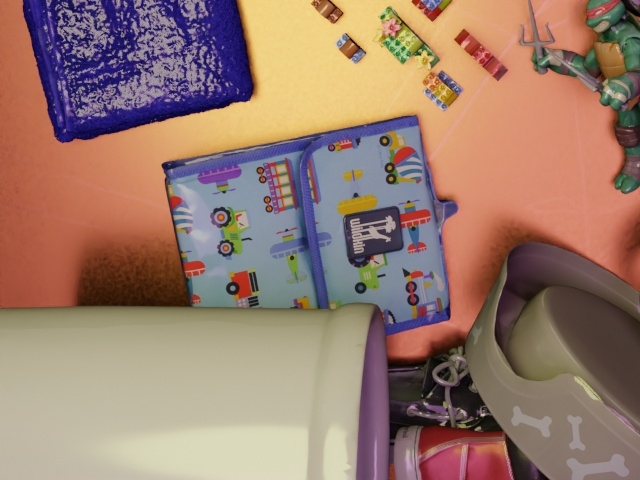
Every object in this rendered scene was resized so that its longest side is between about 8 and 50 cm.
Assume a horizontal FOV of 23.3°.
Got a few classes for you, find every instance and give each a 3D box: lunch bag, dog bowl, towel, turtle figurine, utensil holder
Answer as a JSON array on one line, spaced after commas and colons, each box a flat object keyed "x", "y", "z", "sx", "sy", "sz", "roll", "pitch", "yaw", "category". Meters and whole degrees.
[{"x": 0.000, "y": 0.000, "z": 1.619, "sx": 0.293, "sy": 0.138, "sz": 0.221, "roll": -12, "pitch": 97, "yaw": -6, "category": "lunch bag"}, {"x": 0.289, "y": 0.154, "z": 1.504, "sx": 0.348, "sy": 0.349, "sz": 0.102, "roll": 36, "pitch": 112, "yaw": -1, "category": "dog bowl"}, {"x": -0.209, "y": -0.269, "z": 1.607, "sx": 0.227, "sy": 0.076, "sz": 0.308, "roll": -13, "pitch": 97, "yaw": 7, "category": "towel"}, {"x": 0.294, "y": -0.159, "z": 1.545, "sx": 0.118, "sy": 0.175, "sz": 0.234, "roll": -29, "pitch": 106, "yaw": 0, "category": "turtle figurine"}, {"x": -0.140, "y": 0.218, "z": 1.416, "sx": 0.385, "sy": 0.327, "sz": 0.328, "roll": 0, "pitch": 98, "yaw": 8, "category": "utensil holder"}]

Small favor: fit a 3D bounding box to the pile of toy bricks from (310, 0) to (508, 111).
[{"x": 0.083, "y": -0.212, "z": 1.577, "sx": 0.212, "sy": 0.105, "sz": 0.118, "roll": 42, "pitch": 99, "yaw": -2, "category": "pile of toy bricks"}]

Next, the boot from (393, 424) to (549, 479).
[{"x": 0.175, "y": 0.300, "z": 1.561, "sx": 0.176, "sy": 0.088, "sz": 0.244, "roll": -3, "pitch": 109, "yaw": 14, "category": "boot"}]

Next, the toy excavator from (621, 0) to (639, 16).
[{"x": 0.521, "y": -0.268, "z": 1.498, "sx": 0.445, "sy": 0.222, "sz": 0.433, "roll": -4, "pitch": 99, "yaw": -4, "category": "toy excavator"}]

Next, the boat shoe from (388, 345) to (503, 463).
[{"x": 0.133, "y": 0.165, "z": 1.623, "sx": 0.306, "sy": 0.113, "sz": 0.105, "roll": -1, "pitch": 112, "yaw": 14, "category": "boat shoe"}]
